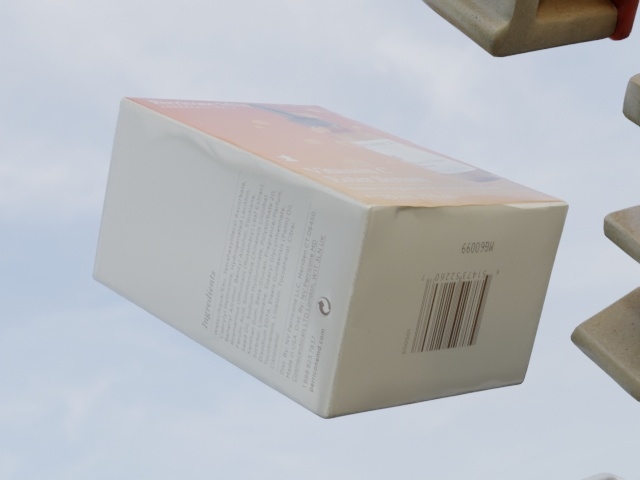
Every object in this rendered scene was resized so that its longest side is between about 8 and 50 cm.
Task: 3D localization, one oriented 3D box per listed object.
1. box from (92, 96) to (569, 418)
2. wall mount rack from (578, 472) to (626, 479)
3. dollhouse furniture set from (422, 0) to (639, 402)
[{"bbox_3d":[0.000,0.000,0.618,0.130,0.170,0.091,-4,-69,-44],"label":"box"},{"bbox_3d":[0.365,0.174,0.994,0.130,0.304,0.350,3,-66,-60],"label":"wall mount rack"},{"bbox_3d":[0.166,-0.079,0.471,0.135,0.259,0.262,-19,-45,-29],"label":"dollhouse furniture set"}]
